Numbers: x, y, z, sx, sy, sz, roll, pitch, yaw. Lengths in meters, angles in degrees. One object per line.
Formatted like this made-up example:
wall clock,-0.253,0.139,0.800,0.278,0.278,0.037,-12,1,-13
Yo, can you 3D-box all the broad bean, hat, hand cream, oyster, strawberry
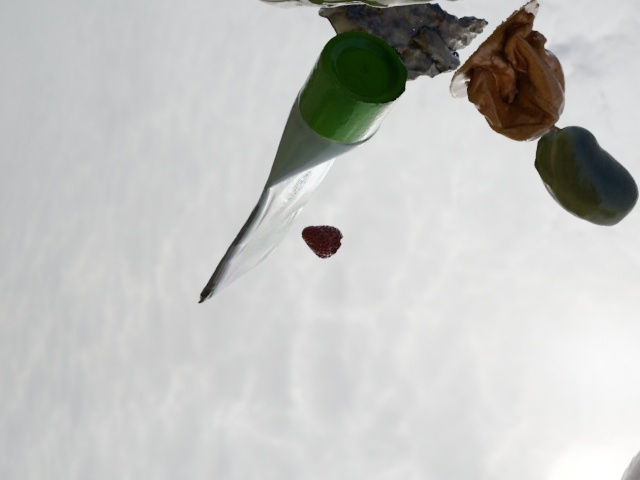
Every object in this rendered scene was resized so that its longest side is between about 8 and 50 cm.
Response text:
broad bean,0.403,-0.099,1.211,0.174,0.124,0.082,49,-18,9
hat,0.392,-0.266,1.448,0.233,0.233,0.244,50,-56,12
hand cream,-0.023,-0.031,0.528,0.275,0.079,0.050,-53,-130,57
oyster,0.109,-0.304,1.092,0.083,0.214,0.223,-52,-176,47
strawberry,0.000,0.000,1.593,0.073,0.083,0.073,-40,-138,50

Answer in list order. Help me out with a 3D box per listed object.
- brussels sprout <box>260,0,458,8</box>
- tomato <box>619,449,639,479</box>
brussels sprout,0.091,-0.259,0.341,0.371,0.276,0.315,-16,-128,24
tomato,0.260,0.145,0.386,0.170,0.309,0.309,56,-37,4
